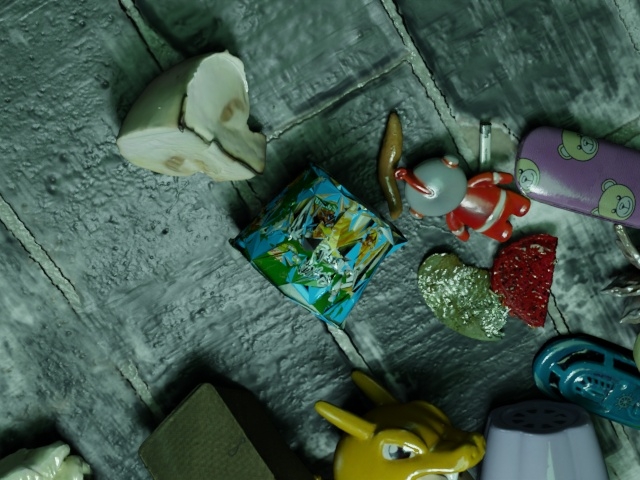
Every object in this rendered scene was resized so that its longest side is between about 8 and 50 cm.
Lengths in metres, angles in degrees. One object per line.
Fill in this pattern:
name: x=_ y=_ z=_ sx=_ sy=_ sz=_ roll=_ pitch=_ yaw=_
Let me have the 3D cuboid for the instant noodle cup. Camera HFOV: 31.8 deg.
instant noodle cup: x=0.000 y=0.000 z=1.735 sx=0.240 sy=0.240 sz=0.178 roll=37 pitch=95 yaw=-21

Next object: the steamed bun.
steamed bun: x=-0.488 y=0.482 z=1.863 sx=0.280 sy=0.207 sz=0.268 roll=-33 pitch=107 yaw=-29

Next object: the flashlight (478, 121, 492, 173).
flashlight: x=0.266 y=-0.149 z=1.818 sx=0.018 sy=0.018 sz=0.083 roll=-4 pitch=113 yaw=-6

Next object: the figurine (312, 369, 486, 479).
figurine: x=0.093 y=0.447 z=1.904 sx=0.401 sy=0.268 sz=0.387 roll=5 pitch=114 yaw=-7

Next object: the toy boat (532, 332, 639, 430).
toy boat: x=0.520 y=0.266 z=1.996 sx=0.299 sy=0.092 sz=0.134 roll=20 pitch=111 yaw=-17

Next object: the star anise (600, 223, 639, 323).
star anise: x=0.574 y=0.056 z=1.917 sx=0.231 sy=0.089 sz=0.209 roll=15 pitch=101 yaw=-27

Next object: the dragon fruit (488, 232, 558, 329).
dragon fruit: x=0.331 y=0.064 z=1.888 sx=0.106 sy=0.083 sz=0.162 roll=11 pitch=84 yaw=-4

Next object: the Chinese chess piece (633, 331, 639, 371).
Chinese chess piece: x=0.650 y=0.166 z=1.926 sx=0.238 sy=0.092 sz=0.237 roll=-20 pitch=139 yaw=-18

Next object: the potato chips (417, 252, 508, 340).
potato chips: x=0.252 y=0.094 z=1.915 sx=0.142 sy=0.026 sz=0.209 roll=-26 pitch=114 yaw=-1

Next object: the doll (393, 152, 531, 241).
doll: x=0.221 y=-0.071 z=1.813 sx=0.245 sy=0.076 sz=0.142 roll=20 pitch=117 yaw=-21

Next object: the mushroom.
mushroom: x=-0.198 y=-0.190 z=1.679 sx=0.236 sy=0.173 sz=0.162 roll=34 pitch=61 yaw=-56

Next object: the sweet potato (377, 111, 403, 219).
sweet potato: x=0.111 y=-0.116 z=1.797 sx=0.044 sy=0.044 sz=0.179 roll=-3 pitch=109 yaw=-8

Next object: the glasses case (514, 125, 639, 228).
glasses case: x=0.463 y=-0.096 z=1.830 sx=0.316 sy=0.076 sz=0.123 roll=13 pitch=84 yaw=-14

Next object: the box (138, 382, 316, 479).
box: x=-0.139 y=0.385 z=1.821 sx=0.184 sy=0.273 sz=0.143 roll=-47 pitch=150 yaw=12

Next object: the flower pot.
flower pot: x=0.380 y=0.417 z=1.956 sx=0.265 sy=0.265 sz=0.243 roll=-9 pitch=101 yaw=-6
